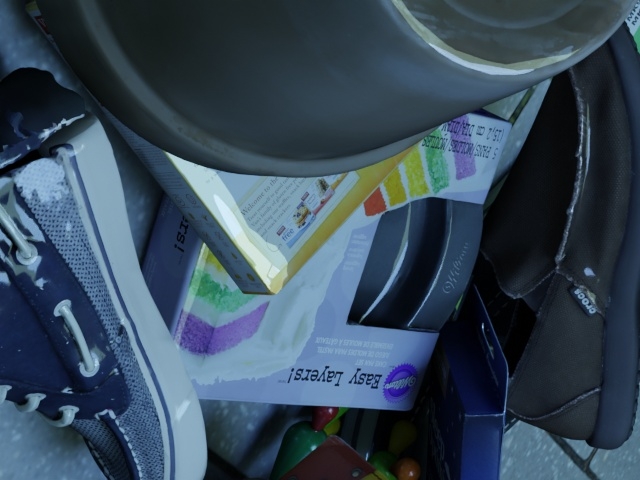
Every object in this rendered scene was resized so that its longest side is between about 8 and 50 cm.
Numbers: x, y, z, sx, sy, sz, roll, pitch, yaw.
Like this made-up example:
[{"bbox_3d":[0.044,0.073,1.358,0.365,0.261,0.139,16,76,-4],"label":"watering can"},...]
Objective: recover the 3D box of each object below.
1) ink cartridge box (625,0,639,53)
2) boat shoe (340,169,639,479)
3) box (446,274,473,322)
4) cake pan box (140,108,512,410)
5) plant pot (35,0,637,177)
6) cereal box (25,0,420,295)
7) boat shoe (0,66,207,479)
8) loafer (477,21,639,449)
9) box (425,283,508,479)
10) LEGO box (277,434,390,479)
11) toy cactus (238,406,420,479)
[{"bbox_3d":[0.204,-0.281,1.400,0.289,0.121,0.211,22,94,-55],"label":"ink cartridge box"},{"bbox_3d":[0.193,0.059,1.583,0.500,0.156,0.187,-49,145,-17],"label":"boat shoe"},{"bbox_3d":[0.069,0.039,1.467,0.052,0.083,0.062,5,107,-53],"label":"box"},{"bbox_3d":[0.000,0.000,1.327,0.267,0.070,0.245,9,107,-41],"label":"cake pan box"},{"bbox_3d":[0.030,-0.187,1.003,0.323,0.280,0.323,-3,97,-27],"label":"plant pot"},{"bbox_3d":[-0.052,-0.109,1.162,0.173,0.047,0.240,-46,113,-24],"label":"cereal box"},{"bbox_3d":[-0.187,0.066,1.142,0.158,0.127,0.340,-34,128,-26],"label":"boat shoe"},{"bbox_3d":[0.182,-0.004,1.385,0.134,0.130,0.366,-84,174,-70],"label":"loafer"},{"bbox_3d":[0.111,0.160,1.413,0.036,0.136,0.225,-2,118,-7],"label":"box"},{"bbox_3d":[-0.066,0.449,1.308,0.500,0.193,0.372,-39,130,-14],"label":"LEGO box"},{"bbox_3d":[-0.011,0.217,1.436,0.180,0.112,0.219,1,101,-22],"label":"toy cactus"}]
